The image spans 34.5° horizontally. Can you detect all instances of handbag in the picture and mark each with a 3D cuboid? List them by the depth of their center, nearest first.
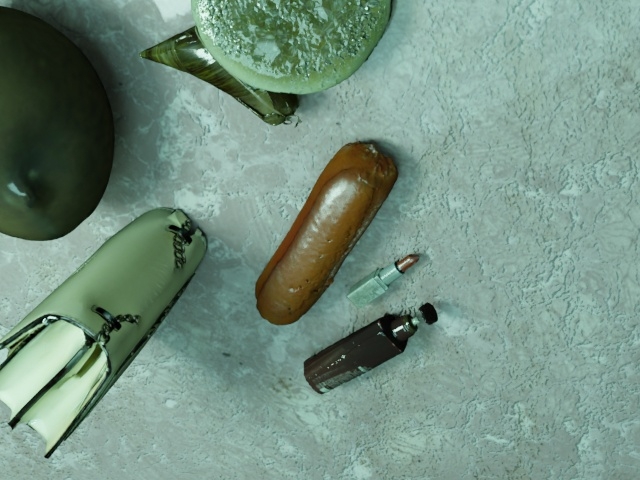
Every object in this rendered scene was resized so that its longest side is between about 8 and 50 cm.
[{"bbox_3d":[-0.319,0.111,1.494,0.160,0.358,0.237,43,119,-7],"label":"handbag"}]

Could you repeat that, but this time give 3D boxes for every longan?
[{"bbox_3d":[-0.426,-0.163,1.438,0.288,0.288,0.350,-14,120,21],"label":"longan"}]

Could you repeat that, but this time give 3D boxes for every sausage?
[{"bbox_3d":[0.000,0.000,1.505,0.102,0.102,0.330,31,119,-2],"label":"sausage"}]

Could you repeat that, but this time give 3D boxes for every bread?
[{"bbox_3d":[-0.034,-0.315,1.328,0.267,0.040,0.267,-2,105,-6],"label":"bread"}]

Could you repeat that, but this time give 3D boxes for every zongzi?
[{"bbox_3d":[-0.135,-0.218,1.431,0.184,0.084,0.187,-21,108,23],"label":"zongzi"}]

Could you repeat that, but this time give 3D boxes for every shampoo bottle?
[{"bbox_3d":[0.076,0.161,1.579,0.236,0.068,0.067,-33,102,26],"label":"shampoo bottle"}]

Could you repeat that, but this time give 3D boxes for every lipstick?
[{"bbox_3d":[0.098,0.055,1.541,0.129,0.030,0.030,-37,102,27],"label":"lipstick"}]
